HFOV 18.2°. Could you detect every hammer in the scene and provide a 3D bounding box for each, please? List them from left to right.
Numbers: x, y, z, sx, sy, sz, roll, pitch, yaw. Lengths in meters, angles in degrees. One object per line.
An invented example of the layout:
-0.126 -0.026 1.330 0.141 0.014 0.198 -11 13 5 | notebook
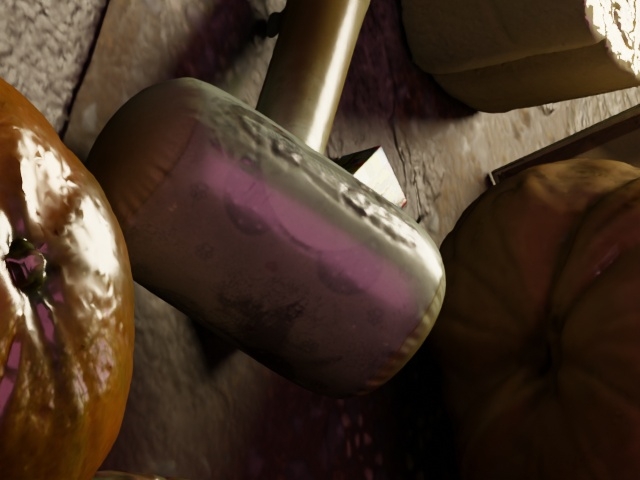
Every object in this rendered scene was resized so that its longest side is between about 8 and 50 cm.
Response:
-0.017 -0.068 1.109 0.202 0.113 0.305 37 39 -23 | hammer

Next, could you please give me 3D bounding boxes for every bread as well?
0.149 -0.162 1.355 0.148 0.141 0.134 18 69 -54 | bread

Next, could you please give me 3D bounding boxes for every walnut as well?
0.210 0.090 1.269 0.285 0.296 0.285 -24 135 -26 | walnut

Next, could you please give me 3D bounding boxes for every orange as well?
-0.177 0.029 0.788 0.240 0.171 0.240 20 64 -48 | orange

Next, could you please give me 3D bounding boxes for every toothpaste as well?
0.000 0.000 1.190 0.164 0.034 0.046 -47 118 -50 | toothpaste

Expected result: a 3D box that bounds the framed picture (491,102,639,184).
0.240 0.013 1.448 0.010 0.173 0.231 -114 -179 -69 | framed picture

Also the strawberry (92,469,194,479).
-0.093 0.229 0.898 0.205 0.205 0.244 17 91 -54 | strawberry
